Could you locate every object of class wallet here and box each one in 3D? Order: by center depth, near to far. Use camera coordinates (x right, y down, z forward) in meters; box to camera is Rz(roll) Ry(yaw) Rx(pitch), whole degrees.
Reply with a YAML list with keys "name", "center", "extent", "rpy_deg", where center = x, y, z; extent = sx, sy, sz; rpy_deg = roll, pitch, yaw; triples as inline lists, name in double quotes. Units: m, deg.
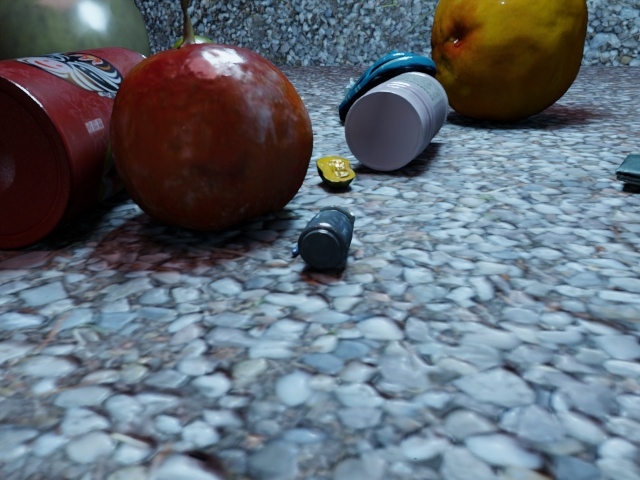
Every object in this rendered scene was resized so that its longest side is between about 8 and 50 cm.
- name: "wallet"
  center: [0.460, -0.092, 0.789]
  extent: [0.088, 0.026, 0.129]
  rpy_deg: [16, 27, 31]

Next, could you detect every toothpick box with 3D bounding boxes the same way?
- name: "toothpick box"
  center: [-0.336, -0.142, 0.760]
  extent: [0.204, 0.204, 0.333]
  rpy_deg: [1, 21, 8]

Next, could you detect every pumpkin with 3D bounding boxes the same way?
- name: "pumpkin"
  center: [0.021, -0.095, 0.838]
  extent: [0.050, 0.028, 0.083]
  rpy_deg: [-4, 30, -9]

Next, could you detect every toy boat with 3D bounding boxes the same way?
- name: "toy boat"
  center: [0.129, -0.338, 1.203]
  extent: [0.134, 0.092, 0.299]
  rpy_deg: [-7, -5, -20]

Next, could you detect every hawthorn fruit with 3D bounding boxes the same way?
- name: "hawthorn fruit"
  center: [-0.135, -0.151, 0.669]
  extent: [0.242, 0.272, 0.242]
  rpy_deg: [-9, 27, 5]

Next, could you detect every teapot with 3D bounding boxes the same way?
- name: "teapot"
  center: [0.004, 0.002, 0.585]
  extent: [0.049, 0.063, 0.083]
  rpy_deg: [32, 23, 1]

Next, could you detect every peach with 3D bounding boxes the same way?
- name: "peach"
  center: [0.382, -0.423, 1.218]
  extent: [0.301, 0.343, 0.343]
  rpy_deg: [-10, 23, -24]

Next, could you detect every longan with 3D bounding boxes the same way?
- name: "longan"
  center: [-0.585, -0.428, 1.306]
  extent: [0.404, 0.404, 0.336]
  rpy_deg: [7, -17, 22]

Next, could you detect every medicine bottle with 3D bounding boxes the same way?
- name: "medicine bottle"
  center: [0.135, -0.206, 0.971]
  extent: [0.133, 0.133, 0.250]
  rpy_deg: [5, 24, 18]

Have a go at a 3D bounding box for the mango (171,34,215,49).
- name: "mango"
  center: [-0.153, -0.190, 0.858]
  extent: [0.120, 0.221, 0.151]
  rpy_deg: [-1, 51, 39]
